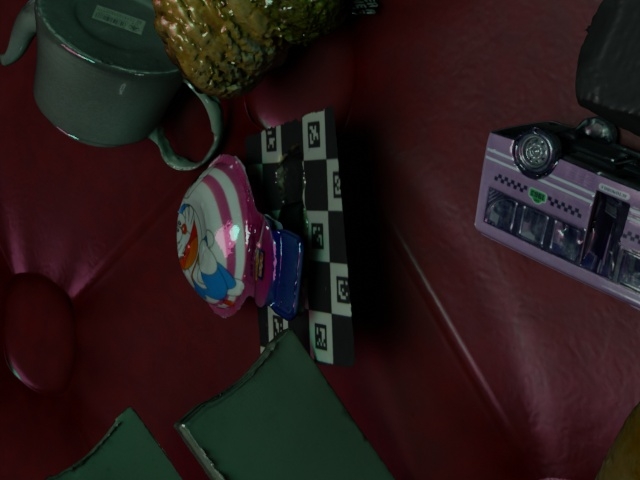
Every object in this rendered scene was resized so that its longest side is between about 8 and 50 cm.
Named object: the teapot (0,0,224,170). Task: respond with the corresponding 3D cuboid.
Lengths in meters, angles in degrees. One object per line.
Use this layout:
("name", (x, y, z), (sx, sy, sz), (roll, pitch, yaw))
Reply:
("teapot", (-0.201, -0.150, 1.190), (0.239, 0.162, 0.149), (28, 127, 2))

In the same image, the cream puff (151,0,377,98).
("cream puff", (-0.043, -0.219, 1.048), (0.169, 0.183, 0.183), (-10, 90, 17))

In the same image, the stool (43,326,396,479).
("stool", (-0.073, 0.258, 1.068), (0.243, 0.170, 0.269), (-28, 98, 39))

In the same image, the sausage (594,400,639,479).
("sausage", (0.297, 0.109, 0.817), (0.136, 0.123, 0.501), (29, 119, -2))

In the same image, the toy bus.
("toy bus", (0.212, -0.017, 0.885), (0.199, 0.096, 0.108), (28, 118, 36))

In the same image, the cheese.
("cheese", (-0.076, 0.004, 1.115), (0.244, 0.062, 0.155), (30, 118, 59))

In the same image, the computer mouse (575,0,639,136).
("computer mouse", (0.270, -0.113, 0.835), (0.217, 0.073, 0.122), (35, 104, 41))

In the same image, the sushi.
("sushi", (0.000, 0.000, 1.089), (0.192, 0.050, 0.215), (-7, 87, 63))
